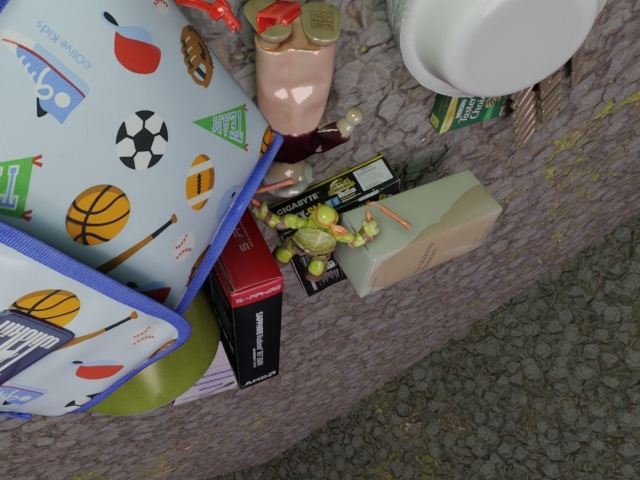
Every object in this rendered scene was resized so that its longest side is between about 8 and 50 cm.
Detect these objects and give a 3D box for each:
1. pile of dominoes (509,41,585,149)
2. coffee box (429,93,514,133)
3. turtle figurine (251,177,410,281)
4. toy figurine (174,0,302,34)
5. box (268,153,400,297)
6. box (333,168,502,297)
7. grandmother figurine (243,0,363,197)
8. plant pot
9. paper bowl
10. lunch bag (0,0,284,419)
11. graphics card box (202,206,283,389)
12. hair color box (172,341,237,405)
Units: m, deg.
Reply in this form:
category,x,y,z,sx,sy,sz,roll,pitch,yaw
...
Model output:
category,x,y,z,sx,sy,sz,roll,pitch,yaw
pile of dominoes,0.420,-0.302,0.995,0.196,0.040,0.251,-48,151,3
coffee box,0.300,-0.269,0.974,0.184,0.040,0.113,-18,150,-18
turtle figurine,0.000,0.000,0.892,0.269,0.087,0.217,9,151,-12
toy figurine,-0.056,-0.382,0.417,0.217,0.191,0.363,-55,147,-45
box,0.046,-0.016,1.140,0.257,0.079,0.322,-27,152,-5
box,0.191,-0.018,1.057,0.311,0.121,0.148,-21,150,-21
grandmother figurine,-0.041,-0.181,0.779,0.207,0.104,0.342,7,148,-5
plant pot,-0.319,0.075,0.822,0.274,0.275,0.294,-18,134,-17
paper bowl,0.239,-0.306,0.690,0.284,0.148,0.284,-10,150,-6
lunch bag,-0.244,-0.038,0.452,0.386,0.238,0.328,-61,149,-12
graphics card box,-0.154,0.092,0.958,0.094,0.233,0.371,-18,146,-20
hair color box,-0.270,0.284,1.332,0.185,0.110,0.339,-8,144,-35
